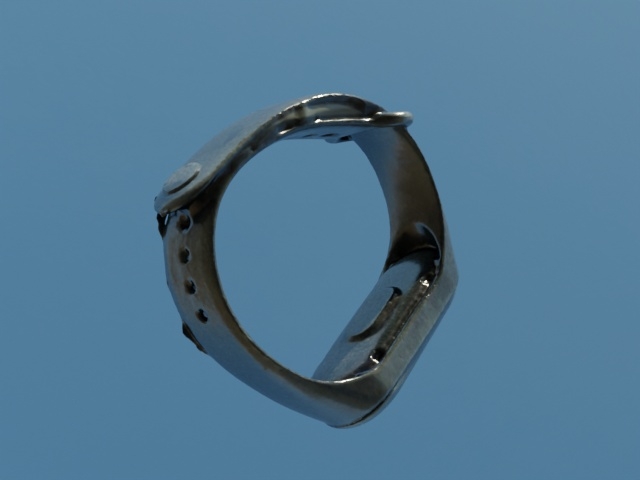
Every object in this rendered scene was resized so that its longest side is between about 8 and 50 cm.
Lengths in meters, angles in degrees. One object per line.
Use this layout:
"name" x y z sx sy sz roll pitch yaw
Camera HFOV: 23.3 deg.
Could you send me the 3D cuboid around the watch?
"watch" 0.000 0.000 0.952 0.068 0.206 0.193 -11 -57 47
